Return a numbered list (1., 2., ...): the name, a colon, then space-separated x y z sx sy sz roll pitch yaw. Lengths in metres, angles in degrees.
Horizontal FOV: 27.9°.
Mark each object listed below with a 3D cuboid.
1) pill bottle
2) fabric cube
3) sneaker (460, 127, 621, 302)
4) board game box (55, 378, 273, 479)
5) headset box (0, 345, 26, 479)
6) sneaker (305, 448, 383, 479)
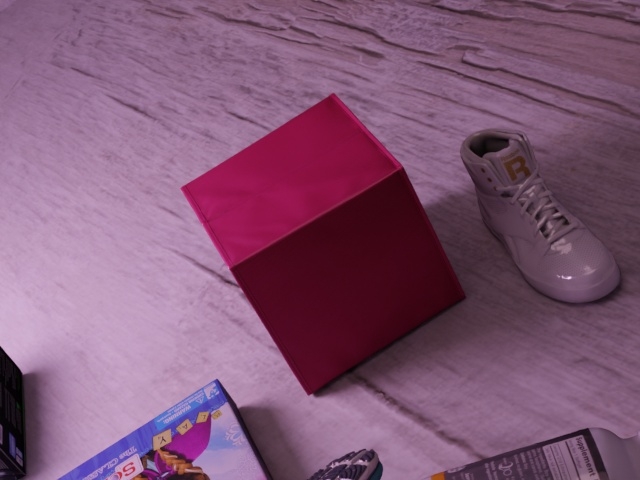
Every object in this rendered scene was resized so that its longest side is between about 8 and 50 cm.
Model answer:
1. pill bottle: 0.249 0.286 1.324 0.278 0.162 0.162 -17 37 4
2. fabric cube: 0.000 0.000 1.775 0.258 0.254 0.259 -33 35 -3
3. sneaker: 0.277 -0.044 1.710 0.108 0.169 0.292 -33 37 -8
4. board game box: -0.207 0.364 1.637 0.319 0.066 0.318 -33 36 -3
5. headset box: -0.601 0.296 1.939 0.283 0.131 0.246 -27 36 4
6. sneaker: 0.002 0.362 1.461 0.107 0.110 0.275 -17 38 52
